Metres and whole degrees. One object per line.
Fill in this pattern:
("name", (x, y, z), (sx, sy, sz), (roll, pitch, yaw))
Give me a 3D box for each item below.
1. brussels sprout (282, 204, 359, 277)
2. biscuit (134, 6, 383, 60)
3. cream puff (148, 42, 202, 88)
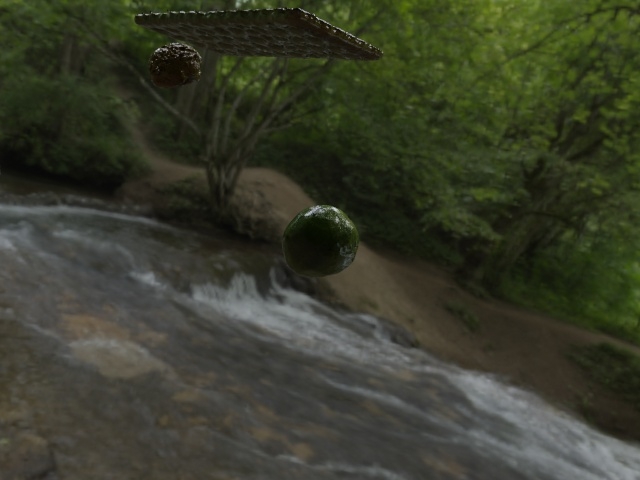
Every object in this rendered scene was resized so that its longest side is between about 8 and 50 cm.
("brussels sprout", (0.004, 0.000, 1.460), (0.144, 0.161, 0.181), (5, 24, 45))
("biscuit", (-0.067, -0.201, 0.657), (0.231, 0.016, 0.139), (15, 7, 38))
("cream puff", (-0.369, -0.447, 1.696), (0.144, 0.103, 0.126), (-21, 33, -27))
